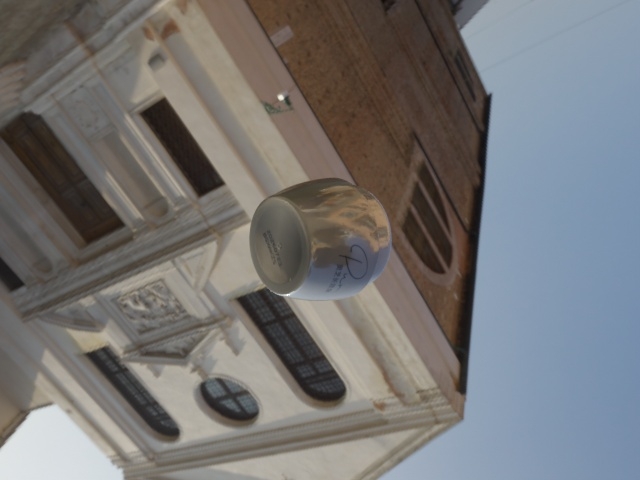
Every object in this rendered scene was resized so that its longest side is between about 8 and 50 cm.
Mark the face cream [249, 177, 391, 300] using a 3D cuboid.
[{"bbox_3d":[0.000,0.000,0.528,0.104,0.117,0.117,-9,179,-42],"label":"face cream"}]
